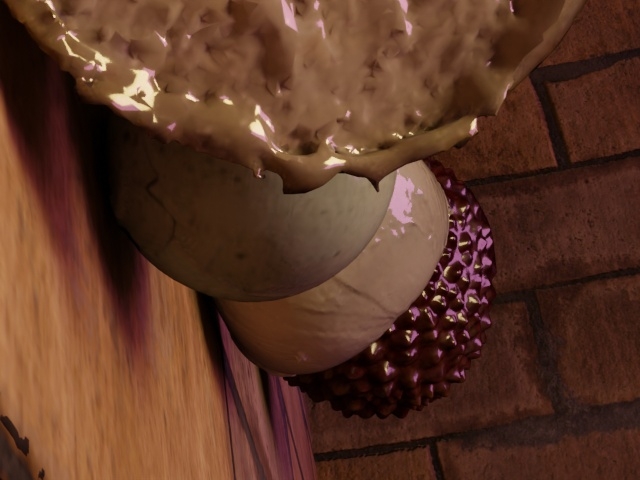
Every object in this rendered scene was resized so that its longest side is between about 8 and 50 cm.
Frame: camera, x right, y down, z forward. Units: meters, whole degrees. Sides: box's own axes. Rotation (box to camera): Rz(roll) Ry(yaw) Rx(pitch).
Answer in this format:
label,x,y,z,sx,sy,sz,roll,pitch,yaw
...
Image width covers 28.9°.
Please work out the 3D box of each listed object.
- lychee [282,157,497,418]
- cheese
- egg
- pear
label,x,y,z,sx,sy,sz,roll,pitch,yaw
lychee,0.055,0.042,1.423,0.330,0.306,0.306,-60,148,-48
cheese,0.000,0.000,0.888,0.154,0.198,0.189,39,-5,33
egg,-0.038,-0.038,0.555,0.164,0.131,0.131,9,-70,65
pear,-0.033,-0.161,0.437,0.178,0.267,0.266,30,-45,54
